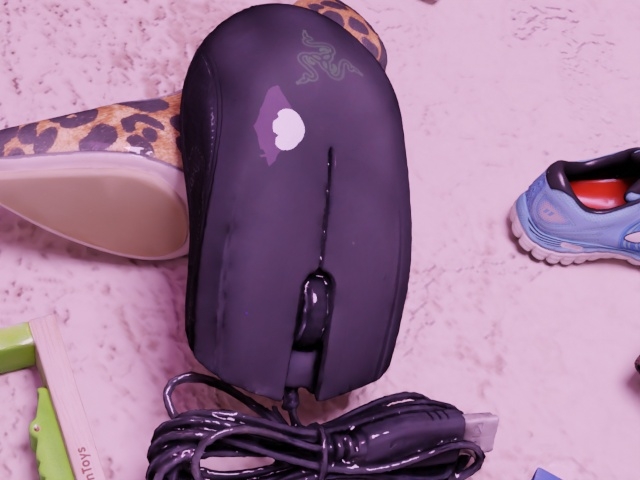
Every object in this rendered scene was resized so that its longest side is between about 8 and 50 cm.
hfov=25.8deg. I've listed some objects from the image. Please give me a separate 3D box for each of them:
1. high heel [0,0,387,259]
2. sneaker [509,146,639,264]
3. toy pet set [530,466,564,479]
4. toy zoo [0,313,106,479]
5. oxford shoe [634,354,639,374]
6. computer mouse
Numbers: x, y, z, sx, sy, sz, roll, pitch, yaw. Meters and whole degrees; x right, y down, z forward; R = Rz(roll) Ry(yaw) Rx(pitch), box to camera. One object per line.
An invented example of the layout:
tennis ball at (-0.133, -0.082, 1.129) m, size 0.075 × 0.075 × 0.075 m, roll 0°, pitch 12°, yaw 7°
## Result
high heel at (-0.083, -0.085, 0.821) m, size 0.261 × 0.093 × 0.186 m, roll 4°, pitch 53°, yaw -16°
sneaker at (0.200, -0.020, 0.837) m, size 0.162 × 0.073 × 0.063 m, roll 0°, pitch 57°, yaw -11°
toy pet set at (0.152, 0.162, 0.712) m, size 0.114 × 0.065 × 0.122 m, roll 29°, pitch 56°, yaw 9°
toy zoo at (-0.246, 0.154, 0.666) m, size 0.293 × 0.030 × 0.192 m, roll -14°, pitch 60°, yaw -18°
oxford shoe at (0.276, 0.144, 0.746) m, size 0.098 × 0.097 × 0.271 m, roll -32°, pitch 61°, yaw -5°
computer mouse at (0.000, 0.000, 0.720) m, size 0.188 × 0.072 × 0.272 m, roll -1°, pitch 80°, yaw -23°
